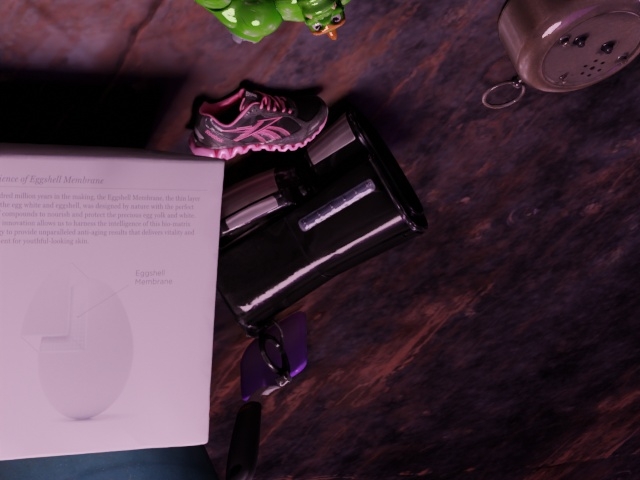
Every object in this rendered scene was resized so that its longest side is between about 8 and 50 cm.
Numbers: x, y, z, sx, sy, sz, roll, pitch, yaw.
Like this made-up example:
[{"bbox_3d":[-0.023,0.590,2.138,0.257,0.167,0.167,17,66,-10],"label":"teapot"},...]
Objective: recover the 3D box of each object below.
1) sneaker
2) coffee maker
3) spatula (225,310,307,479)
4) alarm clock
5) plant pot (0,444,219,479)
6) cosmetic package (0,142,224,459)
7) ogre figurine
[{"bbox_3d":[-0.049,-0.102,1.398,0.119,0.047,0.057,-15,139,-16],"label":"sneaker"},{"bbox_3d":[0.000,0.000,1.475,0.178,0.120,0.171,-29,106,12],"label":"coffee maker"},{"bbox_3d":[-0.059,0.154,1.620,0.084,0.030,0.296,-31,-165,18],"label":"spatula"},{"bbox_3d":[0.206,-0.168,1.446,0.129,0.064,0.192,7,143,-42],"label":"alarm clock"},{"bbox_3d":[-0.235,0.199,1.547,0.271,0.255,0.272,-18,151,-10],"label":"plant pot"},{"bbox_3d":[-0.206,0.039,1.310,0.224,0.225,0.138,1,-172,-35],"label":"cosmetic package"},{"bbox_3d":[-0.014,-0.207,1.199,0.197,0.097,0.118,-35,134,-8],"label":"ogre figurine"}]
